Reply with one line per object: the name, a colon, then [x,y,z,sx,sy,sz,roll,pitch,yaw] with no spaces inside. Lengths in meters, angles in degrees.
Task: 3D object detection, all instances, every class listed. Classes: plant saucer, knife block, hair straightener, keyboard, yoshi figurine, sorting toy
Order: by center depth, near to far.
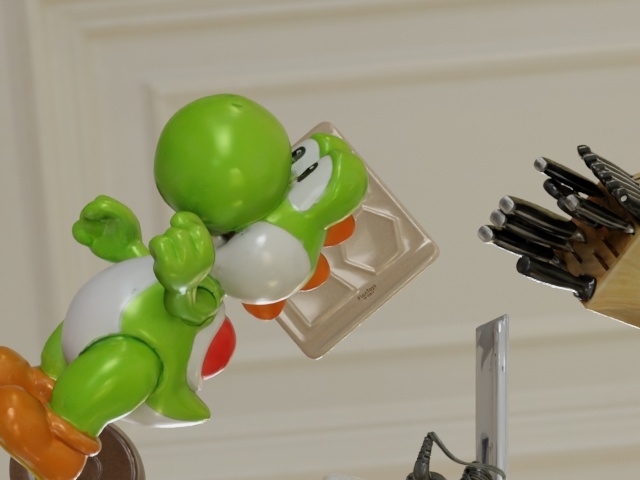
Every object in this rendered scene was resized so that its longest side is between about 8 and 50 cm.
hair straightener: [0.122,0.206,1.577,0.230,0.089,0.047,68,10,-55]
yoshi figurine: [-0.135,0.015,1.577,0.203,0.362,0.203,49,0,21]
knife block: [0.275,0.027,1.861,0.088,0.242,0.275,-121,-166,-46]
keyboard: [0.162,0.201,1.872,0.072,0.014,0.256,134,-41,-71]
sorting toy: [0.000,0.000,2.217,0.208,0.193,0.038,49,-1,10]
plant saucer: [-0.283,0.273,2.328,0.029,0.168,0.168,128,-36,-52]

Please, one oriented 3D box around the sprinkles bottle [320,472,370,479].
sprinkles bottle: [0.162,0.324,1.952,0.121,0.355,0.121,-167,-90,-81]
